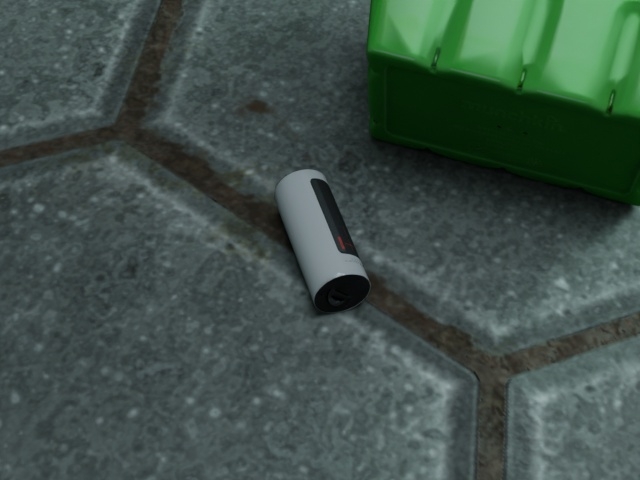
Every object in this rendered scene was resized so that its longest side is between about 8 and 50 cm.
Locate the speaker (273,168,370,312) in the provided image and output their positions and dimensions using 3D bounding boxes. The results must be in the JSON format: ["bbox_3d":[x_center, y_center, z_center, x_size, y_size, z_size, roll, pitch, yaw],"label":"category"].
[{"bbox_3d":[0.000,0.000,0.983,0.055,0.055,0.136,-11,50,-12],"label":"speaker"}]

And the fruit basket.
[{"bbox_3d":[0.238,-0.250,1.094,0.392,0.283,0.392,-1,66,3],"label":"fruit basket"}]
